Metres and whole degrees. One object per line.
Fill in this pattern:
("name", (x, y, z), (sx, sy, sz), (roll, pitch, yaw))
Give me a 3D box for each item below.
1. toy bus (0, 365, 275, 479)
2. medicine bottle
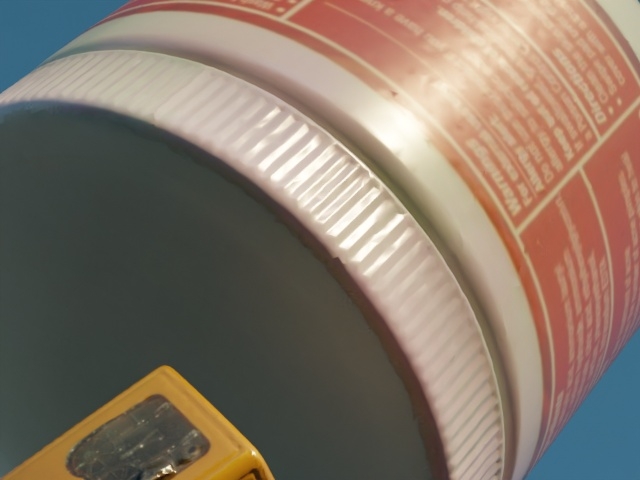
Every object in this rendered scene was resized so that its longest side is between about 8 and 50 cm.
("toy bus", (-0.084, 0.111, 0.485), (0.162, 0.069, 0.074), (-36, -45, -17))
("medicine bottle", (0.000, 0.000, 0.717), (0.252, 0.241, 0.252), (20, -51, 26))
